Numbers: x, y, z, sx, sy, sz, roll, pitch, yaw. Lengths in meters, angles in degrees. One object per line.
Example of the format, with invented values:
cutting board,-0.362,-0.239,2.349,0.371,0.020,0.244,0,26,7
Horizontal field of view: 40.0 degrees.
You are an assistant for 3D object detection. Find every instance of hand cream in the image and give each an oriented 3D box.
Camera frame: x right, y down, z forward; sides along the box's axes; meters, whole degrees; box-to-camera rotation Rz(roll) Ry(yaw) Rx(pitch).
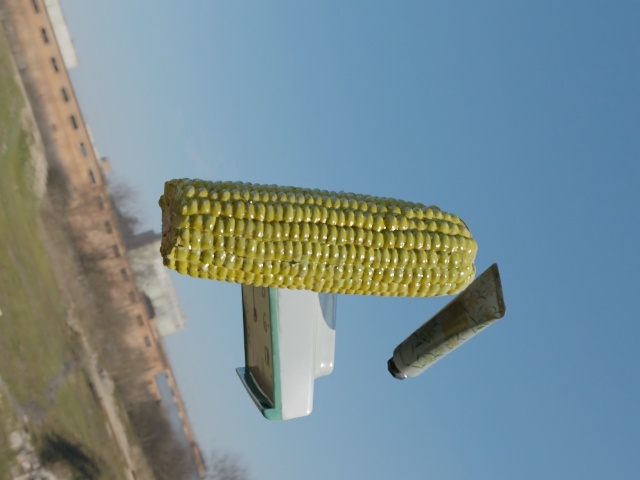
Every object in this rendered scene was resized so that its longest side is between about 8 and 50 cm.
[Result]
hand cream,0.136,0.098,0.965,0.194,0.042,0.067,-49,-151,44

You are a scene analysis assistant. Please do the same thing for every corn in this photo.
corn,0.000,0.000,0.674,0.081,0.248,0.081,-174,-90,-78

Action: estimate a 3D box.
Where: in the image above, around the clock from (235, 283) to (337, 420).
clock,-0.046,0.085,1.122,0.262,0.116,0.231,-168,-104,-79
